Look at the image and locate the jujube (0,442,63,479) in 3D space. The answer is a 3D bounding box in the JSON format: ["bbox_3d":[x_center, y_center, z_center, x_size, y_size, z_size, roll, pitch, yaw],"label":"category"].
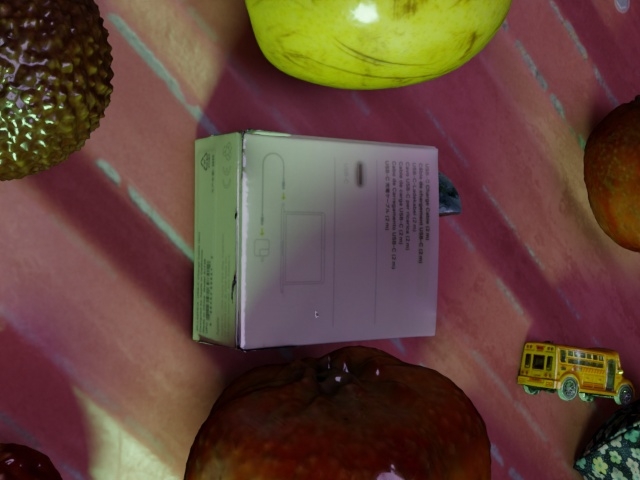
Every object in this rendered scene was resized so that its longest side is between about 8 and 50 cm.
[{"bbox_3d":[-0.250,0.255,0.756,0.112,0.109,0.176,-21,108,2],"label":"jujube"}]

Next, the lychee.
[{"bbox_3d":[-0.252,-0.132,0.710,0.195,0.194,0.194,0,91,-35],"label":"lychee"}]

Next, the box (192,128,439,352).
[{"bbox_3d":[0.000,0.000,0.929,0.252,0.106,0.203,0,90,-34],"label":"box"}]

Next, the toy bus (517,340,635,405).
[{"bbox_3d":[0.335,0.172,1.189,0.162,0.070,0.074,12,82,-34],"label":"toy bus"}]

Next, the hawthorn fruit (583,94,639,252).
[{"bbox_3d":[0.451,-0.065,1.190,0.205,0.205,0.253,-29,111,-31],"label":"hawthorn fruit"}]

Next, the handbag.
[{"bbox_3d":[0.456,0.254,1.195,0.208,0.228,0.126,-24,70,-30],"label":"handbag"}]

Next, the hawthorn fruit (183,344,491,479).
[{"bbox_3d":[0.017,0.268,0.854,0.287,0.287,0.330,-12,106,-34],"label":"hawthorn fruit"}]

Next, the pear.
[{"bbox_3d":[0.051,-0.272,0.870,0.281,0.281,0.280,0,91,-35],"label":"pear"}]

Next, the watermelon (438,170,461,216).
[{"bbox_3d":[0.125,-0.040,1.049,0.085,0.085,0.061,-51,151,-23],"label":"watermelon"}]
